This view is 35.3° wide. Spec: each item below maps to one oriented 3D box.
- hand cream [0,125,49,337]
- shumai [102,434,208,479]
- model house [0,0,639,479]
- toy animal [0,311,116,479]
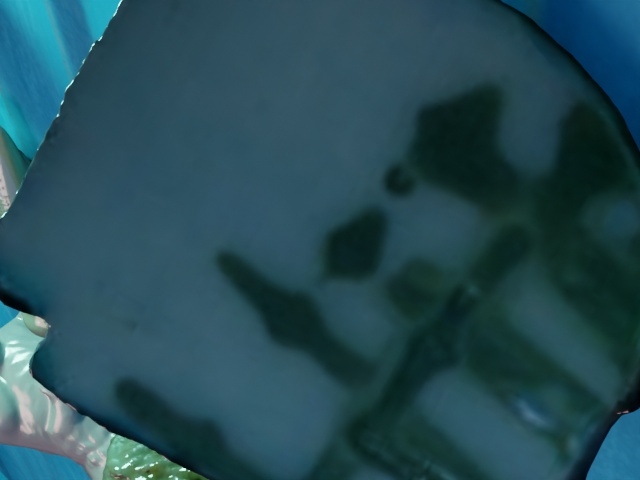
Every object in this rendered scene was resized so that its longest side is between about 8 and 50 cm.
[{"bbox_3d":[-0.358,-0.022,1.185,0.147,0.093,0.306,17,135,44],"label":"hand cream"},{"bbox_3d":[-0.057,0.261,0.899,0.225,0.260,0.222,-121,23,-76],"label":"shumai"},{"bbox_3d":[0.000,0.000,0.587,0.295,0.252,0.329,28,175,-3],"label":"model house"},{"bbox_3d":[-0.346,0.252,1.414,0.357,0.194,0.258,42,142,1],"label":"toy animal"}]
